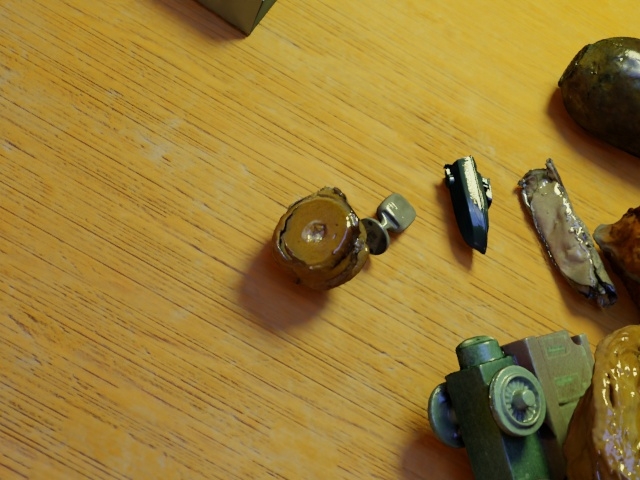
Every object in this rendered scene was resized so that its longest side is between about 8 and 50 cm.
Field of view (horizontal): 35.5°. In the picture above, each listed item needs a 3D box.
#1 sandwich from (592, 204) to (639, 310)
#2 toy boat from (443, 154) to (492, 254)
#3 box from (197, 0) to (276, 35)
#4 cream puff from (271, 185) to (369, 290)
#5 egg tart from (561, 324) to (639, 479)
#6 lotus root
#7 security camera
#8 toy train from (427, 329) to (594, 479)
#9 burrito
[{"bbox_3d":[0.507,0.075,1.394,0.301,0.162,0.250,40,22,21],"label":"sandwich"},{"bbox_3d":[0.211,-0.045,1.392,0.060,0.055,0.141,-3,66,-14],"label":"toy boat"},{"bbox_3d":[-0.093,-0.422,1.444,0.129,0.086,0.225,33,59,-2],"label":"box"},{"bbox_3d":[0.000,0.000,1.264,0.119,0.104,0.133,-10,57,10],"label":"cream puff"},{"bbox_3d":[0.379,0.270,1.127,0.352,0.150,0.352,27,49,-37],"label":"egg tart"},{"bbox_3d":[0.501,-0.212,1.523,0.275,0.152,0.160,22,80,-4],"label":"lotus root"},{"bbox_3d":[0.092,-0.024,1.348,0.058,0.058,0.092,48,47,6],"label":"security camera"},{"bbox_3d":[0.262,0.257,1.215,0.221,0.150,0.304,-6,77,-38],"label":"toy train"},{"bbox_3d":[0.353,-0.006,1.427,0.063,0.058,0.229,-14,73,-30],"label":"burrito"}]
